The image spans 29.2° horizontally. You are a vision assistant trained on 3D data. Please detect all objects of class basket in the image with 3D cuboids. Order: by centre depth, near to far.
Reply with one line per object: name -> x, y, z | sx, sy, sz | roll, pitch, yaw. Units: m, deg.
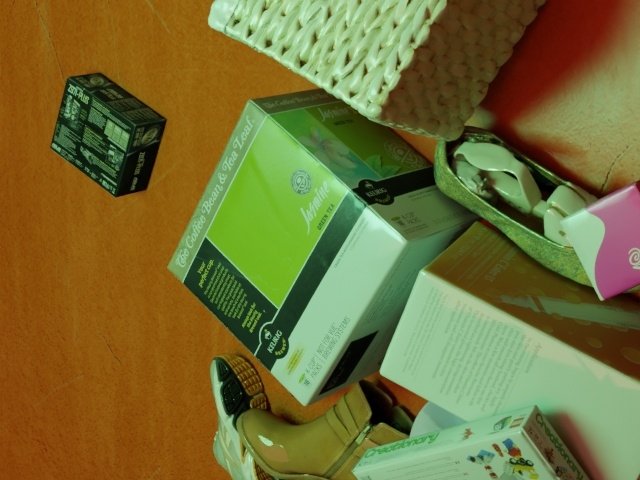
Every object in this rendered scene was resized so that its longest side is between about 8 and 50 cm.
basket -> 0.099, -0.321, 1.539 | 0.266, 0.331, 0.328 | 36, 103, 20

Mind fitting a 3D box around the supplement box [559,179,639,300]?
supplement box -> 0.402, -0.021, 1.483 | 0.111, 0.220, 0.113 | -30, 82, 40

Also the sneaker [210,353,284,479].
sneaker -> -0.149, 0.324, 2.095 | 0.121, 0.099, 0.262 | -17, 90, 44

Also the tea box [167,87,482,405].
tea box -> 0.000, 0.000, 1.807 | 0.323, 0.220, 0.329 | 43, 124, 20

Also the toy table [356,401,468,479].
toy table -> 0.177, 0.362, 1.767 | 0.252, 0.161, 0.274 | 6, 120, 32

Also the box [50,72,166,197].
box -> -0.372, -0.185, 2.142 | 0.180, 0.078, 0.147 | 35, 121, 26

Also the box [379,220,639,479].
box -> 0.288, 0.148, 1.580 | 0.345, 0.215, 0.168 | 28, 118, 15

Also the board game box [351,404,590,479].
board game box -> 0.203, 0.326, 1.561 | 0.305, 0.053, 0.193 | -24, 106, 45

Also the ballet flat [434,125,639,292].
ballet flat -> 0.289, -0.049, 1.622 | 0.349, 0.123, 0.123 | 34, 121, 30

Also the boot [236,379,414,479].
boot -> 0.010, 0.303, 1.949 | 0.283, 0.109, 0.220 | 39, 124, 21

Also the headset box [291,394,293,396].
headset box -> -0.008, 0.221, 1.960 | 0.062, 0.083, 0.032 | -19, 90, 41
